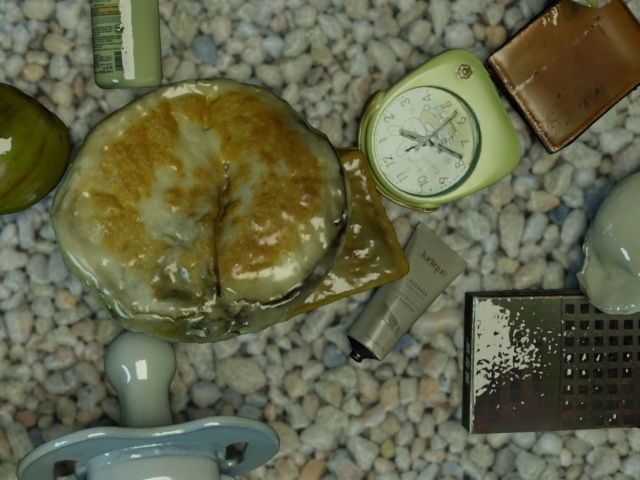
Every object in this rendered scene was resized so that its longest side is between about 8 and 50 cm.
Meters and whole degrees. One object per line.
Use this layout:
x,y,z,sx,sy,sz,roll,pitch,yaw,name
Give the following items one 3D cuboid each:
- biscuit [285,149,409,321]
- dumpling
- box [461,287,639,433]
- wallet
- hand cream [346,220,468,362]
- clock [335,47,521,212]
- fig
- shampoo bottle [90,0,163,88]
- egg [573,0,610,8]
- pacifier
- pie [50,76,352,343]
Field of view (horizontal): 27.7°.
0.000,0.000,1.555,0.183,0.039,0.174,-24,112,6,biscuit
0.429,-0.005,1.598,0.142,0.172,0.247,38,86,-37,dumpling
0.343,0.151,1.659,0.324,0.047,0.180,-1,97,-10,box
0.314,-0.223,1.617,0.195,0.042,0.161,-41,106,-6,wallet
0.099,0.074,1.606,0.087,0.054,0.186,41,81,-17,hand cream
0.114,-0.117,1.576,0.232,0.069,0.170,-28,101,-5,clock
-0.374,-0.087,1.449,0.148,0.142,0.186,32,76,14,fig
-0.224,-0.256,1.491,0.079,0.079,0.162,-4,96,-10,shampoo bottle
0.260,-0.418,1.525,0.206,0.161,0.271,-60,143,-31,egg
-0.203,0.215,1.513,0.299,0.244,0.233,-2,66,-15,pacifier
-0.132,-0.037,1.477,0.339,0.077,0.339,1,71,-2,pie
